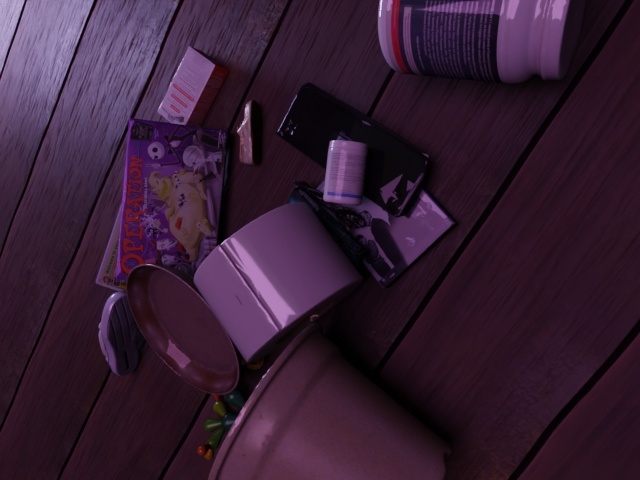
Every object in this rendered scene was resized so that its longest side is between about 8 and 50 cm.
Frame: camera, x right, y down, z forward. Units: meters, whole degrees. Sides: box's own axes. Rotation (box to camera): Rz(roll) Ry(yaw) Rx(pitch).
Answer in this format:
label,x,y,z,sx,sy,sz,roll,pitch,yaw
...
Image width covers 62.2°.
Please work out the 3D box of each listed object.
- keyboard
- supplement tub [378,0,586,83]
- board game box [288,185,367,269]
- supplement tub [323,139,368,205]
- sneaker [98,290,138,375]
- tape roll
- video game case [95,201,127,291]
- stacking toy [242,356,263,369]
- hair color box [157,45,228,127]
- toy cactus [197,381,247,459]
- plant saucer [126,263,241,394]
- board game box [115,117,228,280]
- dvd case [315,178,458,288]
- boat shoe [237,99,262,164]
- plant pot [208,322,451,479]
label,x,y,z,sx,sy,sz,roll,pitch,yaw
keyboard,0.039,-0.142,0.991,0.317,0.033,0.201,39,108,25
supplement tub,0.243,-0.343,0.811,0.272,0.191,0.191,16,99,28
board game box,0.000,0.000,1.016,0.186,0.026,0.126,45,141,22
supplement tub,0.044,-0.117,0.929,0.071,0.071,0.107,9,95,29
sneaker,-0.489,0.213,1.256,0.091,0.094,0.258,34,128,27
tape roll,-0.071,0.073,0.919,0.246,0.246,0.169,-41,78,23
video game case,-0.384,0.035,1.207,0.193,0.023,0.212,21,104,-10
stacking toy,-0.218,0.167,1.098,0.221,0.052,0.167,17,132,19
hair color box,-0.286,-0.333,1.189,0.093,0.053,0.167,40,108,22
toy cactus,-0.177,0.378,1.123,0.181,0.112,0.218,-14,75,19
plant saucer,-0.266,0.172,1.063,0.311,0.050,0.310,22,131,29
board game box,-0.320,-0.077,1.151,0.208,0.056,0.346,5,95,-5
dvd case,0.108,-0.058,0.985,0.179,0.030,0.238,-46,69,22
boat shoe,-0.153,-0.227,1.117,0.045,0.050,0.135,3,92,24
plant pot,0.035,0.359,0.894,0.306,0.334,0.333,29,105,14
